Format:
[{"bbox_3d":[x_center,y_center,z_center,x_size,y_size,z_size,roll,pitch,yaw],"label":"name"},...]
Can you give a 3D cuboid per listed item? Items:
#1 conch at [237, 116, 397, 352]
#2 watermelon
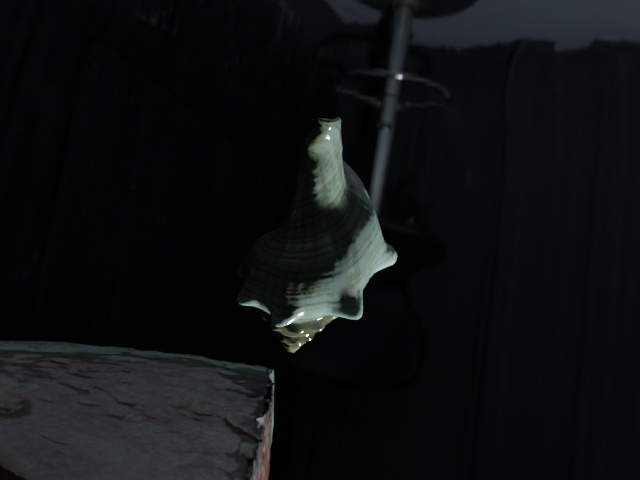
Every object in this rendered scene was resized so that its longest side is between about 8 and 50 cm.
[{"bbox_3d":[0.009,0.009,0.855,0.114,0.234,0.137,38,-155,11],"label":"conch"},{"bbox_3d":[-0.150,0.173,0.534,0.250,0.283,0.292,-5,161,2],"label":"watermelon"}]
